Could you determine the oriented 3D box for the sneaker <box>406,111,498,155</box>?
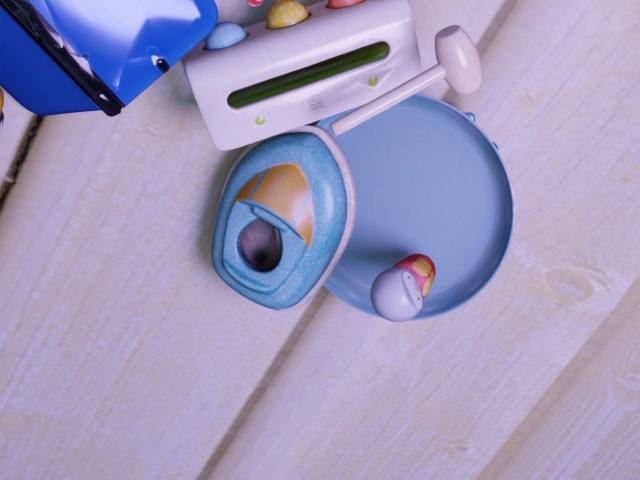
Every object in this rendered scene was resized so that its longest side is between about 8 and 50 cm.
[{"bbox_3d":[0.199,-0.076,1.050,0.126,0.091,0.240,-10,120,14],"label":"sneaker"}]

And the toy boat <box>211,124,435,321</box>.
[{"bbox_3d":[0.000,0.000,0.957,0.318,0.148,0.268,26,113,14],"label":"toy boat"}]

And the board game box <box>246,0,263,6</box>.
[{"bbox_3d":[-0.124,-0.398,0.821,0.259,0.039,0.124,42,77,-31],"label":"board game box"}]

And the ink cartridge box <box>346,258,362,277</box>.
[{"bbox_3d":[0.110,0.036,1.123,0.135,0.056,0.099,31,107,-27],"label":"ink cartridge box"}]

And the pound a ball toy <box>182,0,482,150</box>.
[{"bbox_3d":[0.003,-0.219,0.872,0.319,0.208,0.136,-20,121,-3],"label":"pound a ball toy"}]

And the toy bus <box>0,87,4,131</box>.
[{"bbox_3d":[-0.475,-0.032,0.891,0.108,0.130,0.333,14,113,-21],"label":"toy bus"}]

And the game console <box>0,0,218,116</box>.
[{"bbox_3d":[-0.302,-0.286,0.779,0.250,0.173,0.293,-42,132,-3],"label":"game console"}]

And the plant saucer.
[{"bbox_3d":[0.107,-0.045,1.007,0.317,0.043,0.318,6,106,20],"label":"plant saucer"}]
